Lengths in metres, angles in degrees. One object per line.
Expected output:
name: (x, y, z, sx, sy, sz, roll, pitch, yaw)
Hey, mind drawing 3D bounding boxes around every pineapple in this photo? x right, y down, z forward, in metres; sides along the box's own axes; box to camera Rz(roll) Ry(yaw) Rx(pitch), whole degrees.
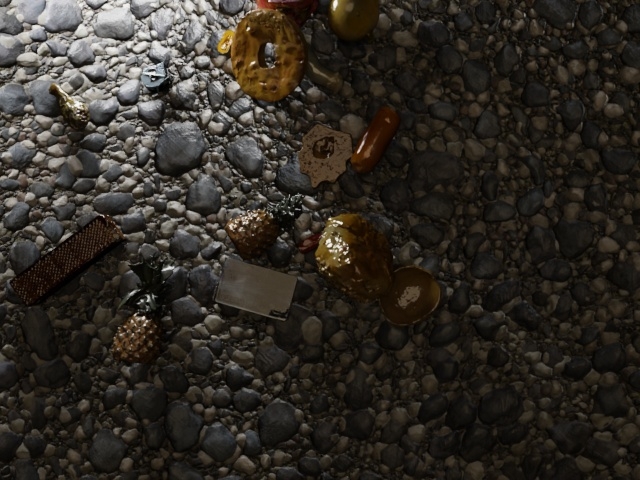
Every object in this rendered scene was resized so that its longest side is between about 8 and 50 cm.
pineapple: (-0.564, 0.208, 1.507, 0.166, 0.165, 0.364, 6, 78, 2)
pineapple: (-0.165, -0.060, 1.516, 0.279, 0.158, 0.157, -34, 86, -11)

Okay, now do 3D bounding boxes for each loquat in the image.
loquat: (0.113, -0.736, 1.539, 0.172, 0.149, 0.204, -37, 98, -5)

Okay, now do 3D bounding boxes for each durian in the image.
durian: (0.054, 0.127, 1.522, 0.080, 0.080, 0.091, 6, 81, 1)

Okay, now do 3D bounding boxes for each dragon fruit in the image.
dragon fruit: (-0.106, -0.803, 1.554, 0.282, 0.147, 0.210, 5, 72, -4)

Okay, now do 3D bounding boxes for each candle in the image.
candle: (0.000, 0.000, 1.546, 0.162, 0.048, 0.053, -23, 116, -2)

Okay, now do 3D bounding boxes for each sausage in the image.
sausage: (0.181, -0.329, 1.541, 0.098, 0.098, 0.238, 31, 87, 3)

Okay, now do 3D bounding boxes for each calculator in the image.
calculator: (-0.213, 0.161, 1.555, 0.262, 0.021, 0.161, 17, 87, 2)

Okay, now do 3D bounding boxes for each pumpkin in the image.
pumpkin: (-0.319, -0.676, 1.603, 0.050, 0.028, 0.083, 42, 97, 5)

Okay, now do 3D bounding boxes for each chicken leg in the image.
chicken leg: (-0.852, -0.460, 1.588, 0.085, 0.069, 0.198, -45, 79, 22)

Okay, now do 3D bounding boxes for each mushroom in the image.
mushroom: (-0.016, -0.575, 1.565, 0.223, 0.081, 0.092, 41, 44, 6)

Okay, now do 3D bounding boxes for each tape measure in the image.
tape measure: (-0.554, -0.547, 1.587, 0.094, 0.054, 0.091, -27, 80, -3)

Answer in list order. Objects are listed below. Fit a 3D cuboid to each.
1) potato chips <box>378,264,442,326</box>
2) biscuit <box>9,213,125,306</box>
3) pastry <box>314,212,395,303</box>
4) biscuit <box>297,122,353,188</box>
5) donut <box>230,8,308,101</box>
potato chips: (0.286, 0.181, 1.523, 0.195, 0.062, 0.208, 20, 88, 8)
biscuit: (-0.828, 0.064, 1.548, 0.388, 0.073, 0.107, -37, 88, -1)
pastry: (0.101, 0.059, 1.426, 0.255, 0.310, 0.162, 36, 123, -14)
biscuit: (0.011, -0.274, 1.570, 0.182, 0.034, 0.215, 19, 89, 3)
donut: (-0.153, -0.592, 1.507, 0.278, 0.108, 0.277, 10, 115, 23)
